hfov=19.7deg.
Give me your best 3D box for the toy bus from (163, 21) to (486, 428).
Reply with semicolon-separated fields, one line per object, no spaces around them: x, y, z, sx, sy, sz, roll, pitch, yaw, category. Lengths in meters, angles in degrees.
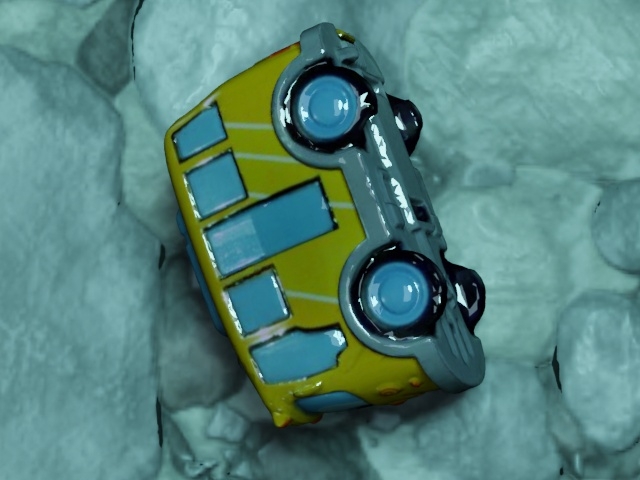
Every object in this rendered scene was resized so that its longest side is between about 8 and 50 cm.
0.000;0.000;1.005;0.136;0.126;0.209;-23;81;14;toy bus
